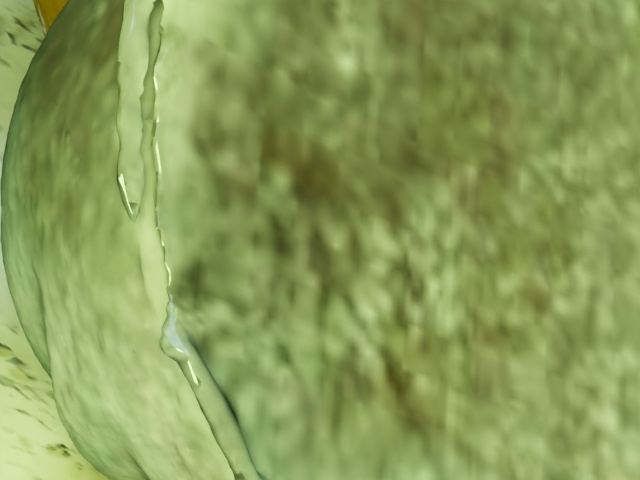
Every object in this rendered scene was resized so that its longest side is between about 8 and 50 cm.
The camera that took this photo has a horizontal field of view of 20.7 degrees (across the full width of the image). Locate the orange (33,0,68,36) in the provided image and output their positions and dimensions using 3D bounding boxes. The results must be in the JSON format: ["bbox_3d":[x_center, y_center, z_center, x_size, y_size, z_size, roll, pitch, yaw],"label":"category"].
[{"bbox_3d":[-0.022,-0.156,0.903,0.274,0.274,0.310,12,66,-41],"label":"orange"}]

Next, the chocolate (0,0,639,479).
[{"bbox_3d":[0.000,0.000,0.641,0.303,0.213,0.303,8,76,-37],"label":"chocolate"}]
